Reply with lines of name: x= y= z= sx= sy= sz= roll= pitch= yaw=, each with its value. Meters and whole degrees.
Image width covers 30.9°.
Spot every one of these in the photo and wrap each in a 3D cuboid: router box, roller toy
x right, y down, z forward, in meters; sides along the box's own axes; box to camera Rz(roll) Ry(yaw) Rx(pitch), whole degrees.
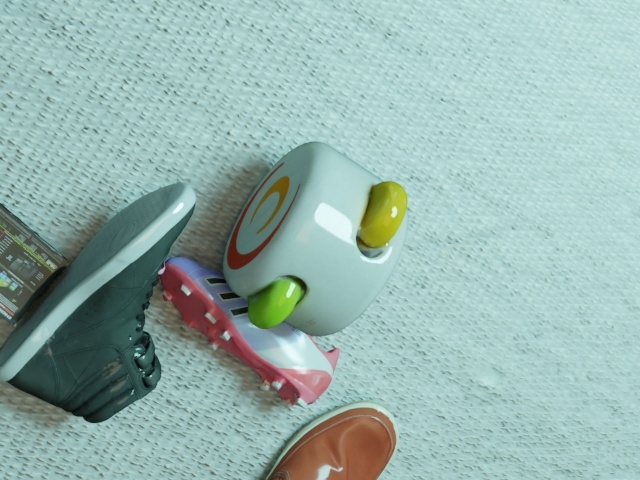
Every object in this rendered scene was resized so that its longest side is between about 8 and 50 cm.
router box: x=-0.345 y=0.018 z=1.238 sx=0.122 sy=0.038 sz=0.092 roll=43 pitch=82 yaw=-19
roller toy: x=0.000 y=0.000 z=1.274 sx=0.146 sy=0.191 sz=0.209 roll=32 pitch=100 yaw=-21

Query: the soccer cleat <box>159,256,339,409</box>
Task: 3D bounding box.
soccer cleat: x=-0.080 y=0.093 z=1.329 sx=0.248 sy=0.083 sz=0.095 roll=44 pitch=60 yaw=-17

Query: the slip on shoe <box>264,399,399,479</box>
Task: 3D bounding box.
slip on shoe: x=-0.029 y=0.322 z=1.362 sx=0.331 sy=0.101 sz=0.123 roll=-41 pitch=107 yaw=-11

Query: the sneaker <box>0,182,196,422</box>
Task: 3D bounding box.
sneaker: x=-0.205 y=0.075 z=1.252 sx=0.147 sy=0.104 sz=0.296 roll=40 pitch=99 yaw=-23
